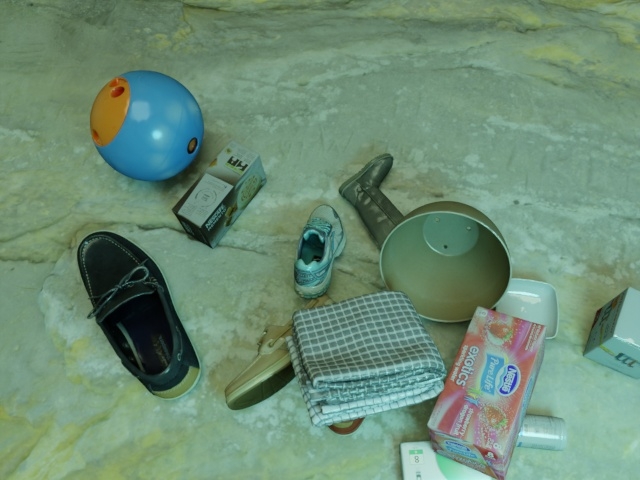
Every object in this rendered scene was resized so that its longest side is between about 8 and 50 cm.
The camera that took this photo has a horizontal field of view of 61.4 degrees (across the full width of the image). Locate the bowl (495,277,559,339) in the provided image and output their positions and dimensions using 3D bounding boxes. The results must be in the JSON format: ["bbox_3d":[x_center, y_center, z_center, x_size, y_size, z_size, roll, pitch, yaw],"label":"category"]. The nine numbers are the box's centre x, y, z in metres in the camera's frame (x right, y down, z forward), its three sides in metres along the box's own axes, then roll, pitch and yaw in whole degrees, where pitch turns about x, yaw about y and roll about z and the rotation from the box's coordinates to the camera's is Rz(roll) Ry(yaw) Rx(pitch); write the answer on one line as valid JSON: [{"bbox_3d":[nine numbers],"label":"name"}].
[{"bbox_3d":[0.480,0.165,1.267,0.142,0.053,0.141,6,66,8],"label":"bowl"}]

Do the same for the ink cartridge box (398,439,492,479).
[{"bbox_3d":[0.264,0.532,1.114,0.181,0.056,0.224,-4,63,3],"label":"ink cartridge box"}]

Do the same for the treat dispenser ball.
[{"bbox_3d":[-0.455,-0.301,1.426,0.288,0.288,0.288,-2,65,4],"label":"treat dispenser ball"}]

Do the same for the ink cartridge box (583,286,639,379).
[{"bbox_3d":[0.678,0.203,1.166,0.127,0.176,0.128,24,69,14],"label":"ink cartridge box"}]

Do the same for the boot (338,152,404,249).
[{"bbox_3d":[0.170,-0.105,1.405,0.190,0.076,0.208,-41,61,1],"label":"boot"}]

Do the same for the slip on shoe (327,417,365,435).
[{"bbox_3d":[0.096,0.274,1.220,0.123,0.101,0.331,18,66,14],"label":"slip on shoe"}]

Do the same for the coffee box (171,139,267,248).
[{"bbox_3d":[-0.257,-0.119,1.408,0.098,0.141,0.246,30,70,16],"label":"coffee box"}]

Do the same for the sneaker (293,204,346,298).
[{"bbox_3d":[0.000,0.000,1.320,0.110,0.122,0.283,3,47,9],"label":"sneaker"}]

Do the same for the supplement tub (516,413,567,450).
[{"bbox_3d":[0.459,0.407,1.146,0.107,0.071,0.071,5,66,6],"label":"supplement tub"}]

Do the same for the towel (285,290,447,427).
[{"bbox_3d":[0.084,0.223,1.097,0.284,0.121,0.235,-9,38,-11],"label":"towel"}]

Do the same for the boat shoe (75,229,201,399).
[{"bbox_3d":[-0.452,0.151,1.291,0.187,0.156,0.500,-34,66,-9],"label":"boat shoe"}]

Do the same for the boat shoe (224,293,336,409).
[{"bbox_3d":[-0.089,0.253,1.242,0.341,0.121,0.110,-35,62,-22],"label":"boat shoe"}]

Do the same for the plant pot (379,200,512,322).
[{"bbox_3d":[0.294,0.020,1.257,0.284,0.284,0.191,14,32,10],"label":"plant pot"}]

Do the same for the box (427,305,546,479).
[{"bbox_3d":[0.351,0.308,1.114,0.154,0.142,0.300,15,55,30],"label":"box"}]
